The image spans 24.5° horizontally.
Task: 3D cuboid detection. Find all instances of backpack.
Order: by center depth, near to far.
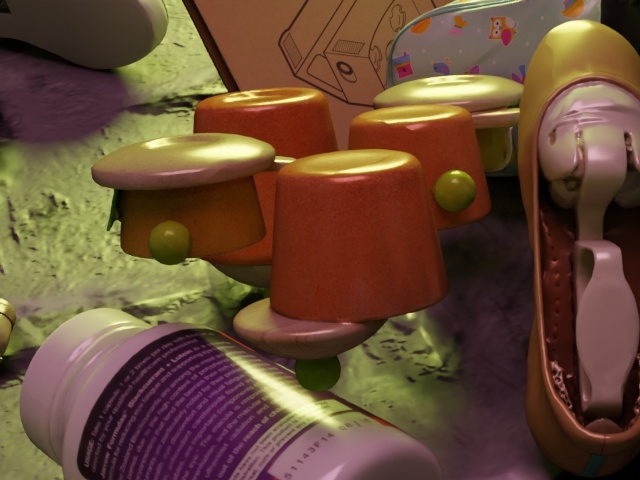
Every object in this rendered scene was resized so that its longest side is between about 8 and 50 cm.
[{"bbox_3d":[0.134,-0.104,0.905,0.182,0.151,0.115,-2,6,34],"label":"backpack"}]

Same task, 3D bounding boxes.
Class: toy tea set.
[{"bbox_3d":[0.000,0.000,0.736,0.200,0.124,0.336,-2,14,14],"label":"toy tea set"}]

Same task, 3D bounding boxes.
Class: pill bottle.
[{"bbox_3d":[-0.048,0.101,0.666,0.193,0.108,0.108,25,45,39],"label":"pill bottle"}]

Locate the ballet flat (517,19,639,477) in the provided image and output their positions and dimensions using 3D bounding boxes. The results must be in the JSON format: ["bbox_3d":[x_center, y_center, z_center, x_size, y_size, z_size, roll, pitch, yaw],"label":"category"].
[{"bbox_3d":[0.137,-0.005,0.706,0.080,0.073,0.232,-1,77,2],"label":"ballet flat"}]

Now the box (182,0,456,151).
[{"bbox_3d":[0.024,-0.138,0.983,0.201,0.164,0.021,-27,0,-25],"label":"box"}]

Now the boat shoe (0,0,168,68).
[{"bbox_3d":[-0.215,-0.202,1.181,0.268,0.096,0.088,9,41,37],"label":"boat shoe"}]

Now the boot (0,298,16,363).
[{"bbox_3d":[-0.234,0.060,0.836,0.118,0.042,0.087,4,29,16],"label":"boot"}]
